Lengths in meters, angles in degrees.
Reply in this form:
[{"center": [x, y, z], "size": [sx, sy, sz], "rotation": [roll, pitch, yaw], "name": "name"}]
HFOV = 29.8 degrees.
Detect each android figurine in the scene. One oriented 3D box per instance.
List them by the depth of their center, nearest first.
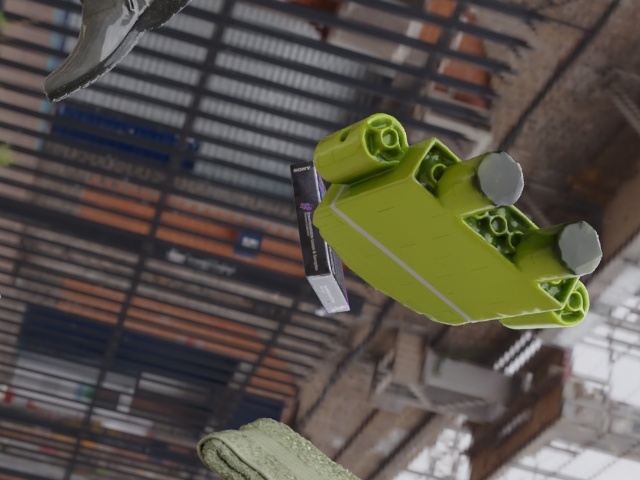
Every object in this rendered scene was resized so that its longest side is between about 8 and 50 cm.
[{"center": [0.099, -0.003, 0.980], "size": [0.056, 0.248, 0.273], "rotation": [-58, -164, -21], "name": "android figurine"}]

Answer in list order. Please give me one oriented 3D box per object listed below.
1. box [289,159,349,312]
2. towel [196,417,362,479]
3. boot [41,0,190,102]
[{"center": [0.000, 0.000, 1.206], "size": [0.162, 0.029, 0.116], "rotation": [69, 12, -73], "name": "box"}, {"center": [-0.011, 0.181, 0.884], "size": [0.027, 0.148, 0.110], "rotation": [-63, 158, 14], "name": "towel"}, {"center": [-0.286, -0.300, 1.499], "size": [0.246, 0.161, 0.083], "rotation": [-42, -168, -5], "name": "boot"}]
